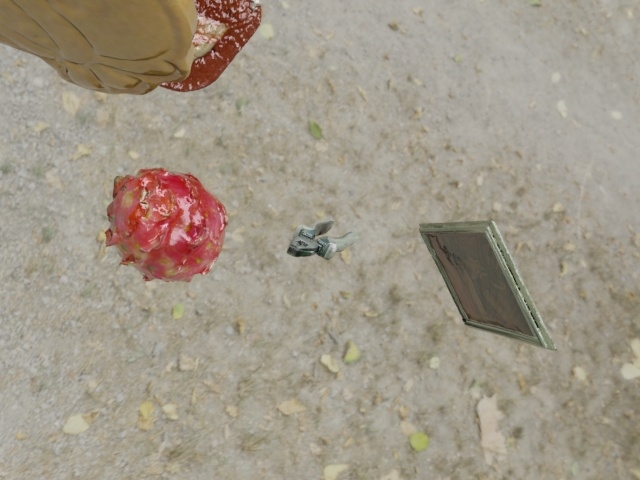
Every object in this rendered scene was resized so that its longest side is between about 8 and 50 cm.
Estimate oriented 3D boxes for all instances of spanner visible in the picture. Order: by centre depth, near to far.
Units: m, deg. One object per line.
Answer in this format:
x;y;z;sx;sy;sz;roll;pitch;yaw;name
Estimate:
0.000;0.000;1.337;0.096;0.040;0.325;30;15;13;spanner

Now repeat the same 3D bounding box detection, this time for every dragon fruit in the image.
-0.261;-0.020;1.178;0.210;0.268;0.205;-4;73;9;dragon fruit

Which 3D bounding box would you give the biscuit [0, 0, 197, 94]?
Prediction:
-0.303;-0.278;0.770;0.312;0.351;0.057;36;60;-40;biscuit

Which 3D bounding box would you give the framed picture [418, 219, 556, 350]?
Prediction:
0.252;0.067;1.055;0.016;0.273;0.216;-29;96;-12;framed picture

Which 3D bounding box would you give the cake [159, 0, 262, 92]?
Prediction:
-0.229;-0.417;1.261;0.177;0.283;0.151;31;17;-23;cake
